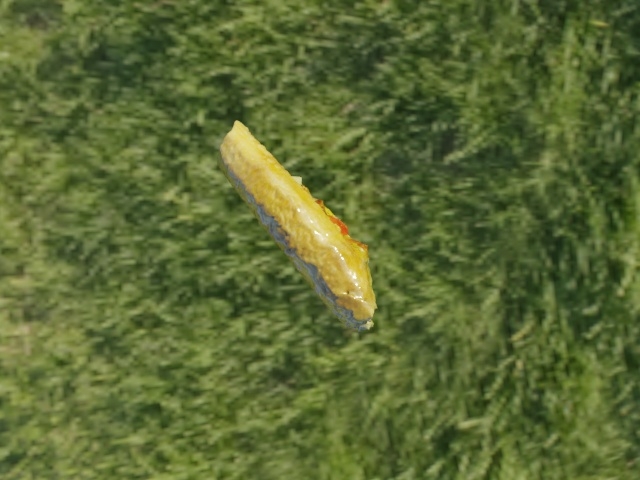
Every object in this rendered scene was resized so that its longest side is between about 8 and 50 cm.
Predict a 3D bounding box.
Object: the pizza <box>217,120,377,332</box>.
[{"bbox_3d":[0.000,0.000,1.617,0.075,0.287,0.280,-39,72,2],"label":"pizza"}]
